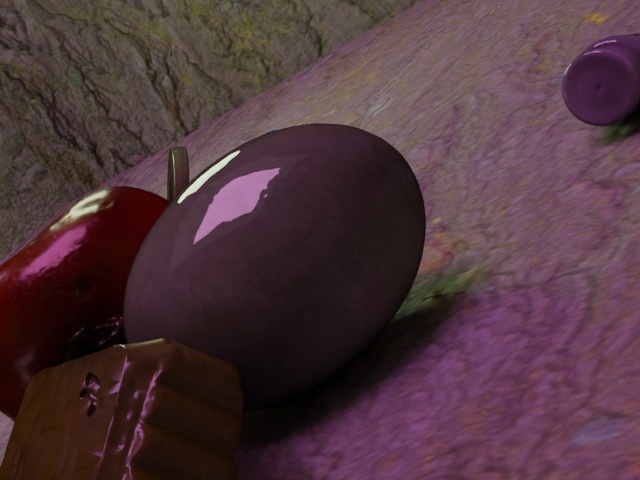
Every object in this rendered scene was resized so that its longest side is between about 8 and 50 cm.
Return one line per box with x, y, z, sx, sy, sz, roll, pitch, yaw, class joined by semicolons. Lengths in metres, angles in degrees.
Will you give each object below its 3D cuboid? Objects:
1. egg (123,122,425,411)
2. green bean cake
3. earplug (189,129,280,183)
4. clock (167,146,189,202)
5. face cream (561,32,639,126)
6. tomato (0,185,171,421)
-0.047;0.029;1.111;0.352;0.258;0.258;-39;14;3;egg
-0.189;0.211;0.942;0.236;0.124;0.233;-20;51;44;green bean cake
-0.126;-0.126;2.061;0.132;0.132;0.273;-20;16;44;earplug
-0.266;-0.058;1.987;0.029;0.235;0.235;0;10;-11;clock
0.381;-0.213;1.323;0.154;0.096;0.274;-27;3;36;face cream
-0.264;0.097;1.321;0.325;0.293;0.290;-44;19;7;tomato
